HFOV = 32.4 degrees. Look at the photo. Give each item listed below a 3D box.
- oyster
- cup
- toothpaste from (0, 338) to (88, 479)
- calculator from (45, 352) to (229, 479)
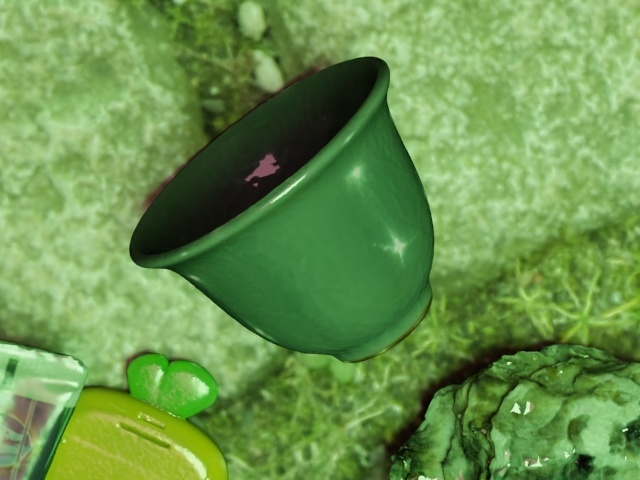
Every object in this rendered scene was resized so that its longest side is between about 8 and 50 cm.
[{"bbox_3d":[0.158,0.165,0.736,0.198,0.112,0.267,42,87,-2],"label":"oyster"},{"bbox_3d":[0.000,0.000,0.708,0.199,0.199,0.150,-38,109,0],"label":"cup"},{"bbox_3d":[-0.252,0.250,0.731,0.099,0.061,0.392,15,100,-17],"label":"toothpaste"},{"bbox_3d":[-0.146,0.188,0.767,0.146,0.032,0.235,25,93,-2],"label":"calculator"}]
